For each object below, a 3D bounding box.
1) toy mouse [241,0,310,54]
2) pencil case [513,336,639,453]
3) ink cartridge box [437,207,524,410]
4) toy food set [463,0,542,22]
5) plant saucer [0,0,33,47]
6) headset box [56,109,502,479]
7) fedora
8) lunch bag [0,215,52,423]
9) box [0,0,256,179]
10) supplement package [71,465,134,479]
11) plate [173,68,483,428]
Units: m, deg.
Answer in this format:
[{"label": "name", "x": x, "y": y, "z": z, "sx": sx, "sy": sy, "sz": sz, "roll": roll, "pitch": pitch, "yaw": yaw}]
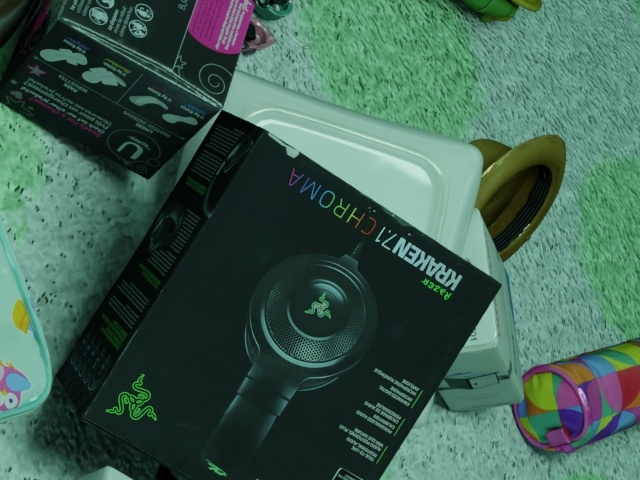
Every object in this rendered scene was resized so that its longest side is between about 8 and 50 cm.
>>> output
[{"label": "toy mouse", "x": -0.070, "y": -0.226, "z": 1.751, "sx": 0.143, "sy": 0.031, "sz": 0.161, "roll": 36, "pitch": 49, "yaw": -28}, {"label": "pencil case", "x": 0.308, "y": 0.163, "z": 1.902, "sx": 0.236, "sy": 0.104, "sz": 0.104, "roll": -7, "pitch": 76, "yaw": -46}, {"label": "ink cartridge box", "x": 0.140, "y": 0.071, "z": 1.720, "sx": 0.190, "sy": 0.082, "sz": 0.139, "roll": 53, "pitch": 30, "yaw": -64}, {"label": "toy food set", "x": 0.152, "y": -0.305, "z": 2.002, "sx": 0.218, "sy": 0.071, "sz": 0.128, "roll": 28, "pitch": 29, "yaw": -36}, {"label": "plant saucer", "x": -0.319, "y": -0.291, "z": 1.452, "sx": 0.311, "sy": 0.050, "sz": 0.310, "roll": 13, "pitch": 74, "yaw": -55}, {"label": "headset box", "x": -0.042, "y": 0.081, "z": 1.443, "sx": 0.246, "sy": 0.131, "sz": 0.283, "roll": 33, "pitch": 90, "yaw": -20}, {"label": "fedora", "x": 0.173, "y": -0.049, "z": 1.853, "sx": 0.079, "sy": 0.194, "sz": 0.194, "roll": 38, "pitch": 33, "yaw": 27}, {"label": "lunch bag", "x": -0.324, "y": 0.032, "z": 1.307, "sx": 0.224, "sy": 0.108, "sz": 0.279, "roll": -12, "pitch": 80, "yaw": -49}, {"label": "box", "x": -0.157, "y": -0.208, "z": 1.558, "sx": 0.163, "sy": 0.142, "sz": 0.247, "roll": 28, "pitch": 51, "yaw": -18}, {"label": "supplement package", "x": -0.171, "y": 0.279, "z": 1.344, "sx": 0.105, "sy": 0.105, "sz": 0.179, "roll": 35, "pitch": 49, "yaw": -28}, {"label": "plate", "x": 0.000, "y": 0.000, "z": 1.580, "sx": 0.277, "sy": 0.045, "sz": 0.278, "roll": 17, "pitch": 72, "yaw": -12}]
